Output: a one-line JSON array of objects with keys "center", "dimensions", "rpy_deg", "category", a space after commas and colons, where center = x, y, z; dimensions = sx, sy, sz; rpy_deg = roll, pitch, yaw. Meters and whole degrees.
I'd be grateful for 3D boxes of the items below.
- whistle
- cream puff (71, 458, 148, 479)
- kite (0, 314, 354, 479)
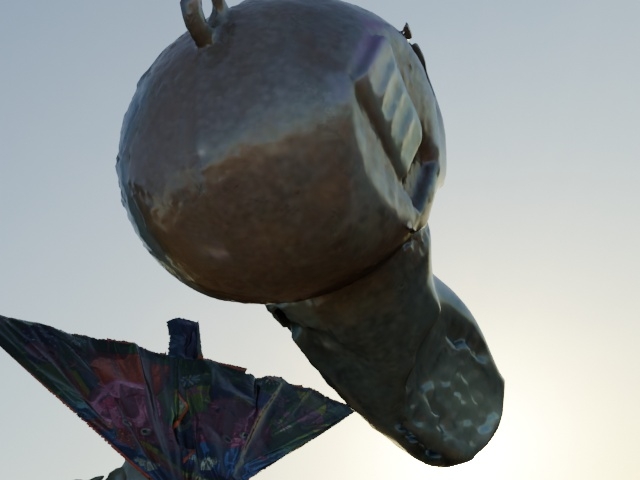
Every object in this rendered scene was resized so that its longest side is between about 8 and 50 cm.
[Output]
[{"center": [0.000, 0.000, 0.815], "dimensions": [0.189, 0.189, 0.347], "rpy_deg": [-24, -58, 11], "category": "whistle"}, {"center": [-0.194, 0.380, 1.511], "dimensions": [0.323, 0.274, 0.269], "rpy_deg": [-25, -50, -12], "category": "cream puff"}, {"center": [-0.106, 0.119, 1.020], "dimensions": [0.321, 0.234, 0.016], "rpy_deg": [14, -62, -16], "category": "kite"}]
